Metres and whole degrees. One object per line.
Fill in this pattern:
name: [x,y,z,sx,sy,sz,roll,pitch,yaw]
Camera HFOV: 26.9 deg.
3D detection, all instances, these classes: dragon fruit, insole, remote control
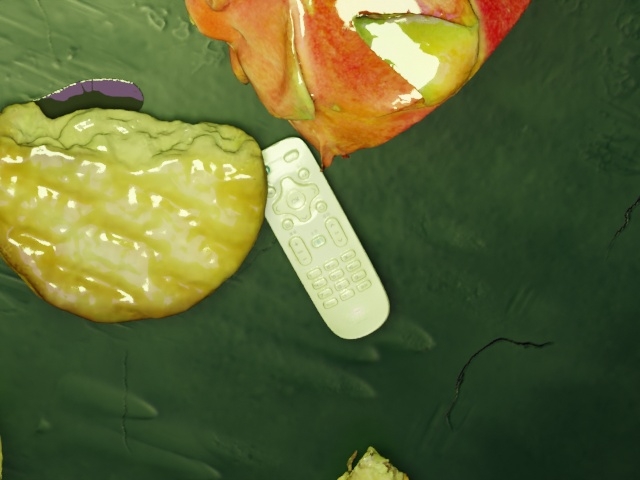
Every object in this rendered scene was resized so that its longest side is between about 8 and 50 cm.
dragon fruit: [0.022,-0.238,1.154,0.305,0.305,0.226,-45,111,10]
insole: [-0.248,-0.124,1.309,0.152,0.002,0.053,-18,115,-2]
remote control: [0.000,0.000,1.387,0.073,0.044,0.229,-28,106,5]

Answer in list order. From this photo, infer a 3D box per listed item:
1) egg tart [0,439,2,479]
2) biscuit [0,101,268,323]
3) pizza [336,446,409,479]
egg tart: [-0.467,0.208,1.257,0.341,0.132,0.341,6,70,-16]
biscuit: [-0.198,-0.026,1.313,0.274,0.091,0.213,9,110,-16]
pizza: [0.067,0.325,1.528,0.147,0.069,0.226,-24,114,25]
